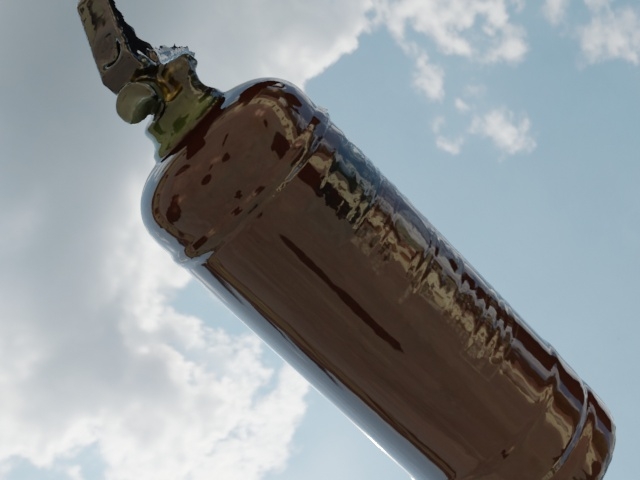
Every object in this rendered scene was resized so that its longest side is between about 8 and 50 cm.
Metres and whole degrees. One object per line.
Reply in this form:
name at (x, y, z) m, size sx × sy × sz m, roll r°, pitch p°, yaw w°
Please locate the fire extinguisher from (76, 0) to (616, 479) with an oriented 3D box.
fire extinguisher at (0.000, 0.000, 0.427) m, size 0.102 × 0.138 × 0.344 m, roll -41°, pitch -76°, yaw 18°
